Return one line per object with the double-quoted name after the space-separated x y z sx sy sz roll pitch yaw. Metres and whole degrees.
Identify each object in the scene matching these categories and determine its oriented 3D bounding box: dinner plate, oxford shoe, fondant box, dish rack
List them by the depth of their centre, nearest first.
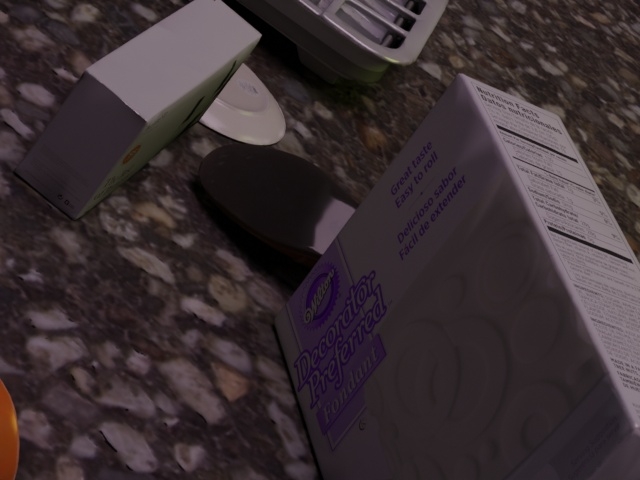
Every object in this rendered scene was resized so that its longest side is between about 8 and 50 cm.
0.100 0.090 1.161 0.096 0.238 0.330 20 31 -29 "fondant box"
0.000 0.000 1.386 0.212 0.076 0.076 30 61 12 "oxford shoe"
-0.085 -0.131 1.535 0.141 0.017 0.141 31 27 -18 "dinner plate"
-0.046 -0.272 1.746 0.333 0.072 0.285 36 27 -4 "dish rack"

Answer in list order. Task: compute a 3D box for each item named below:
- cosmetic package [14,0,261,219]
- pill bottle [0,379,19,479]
-0.125 -0.102 1.345 0.060 0.099 0.239 38 27 1 "cosmetic package"
-0.256 0.094 0.833 0.245 0.130 0.130 5 41 -47 "pill bottle"
